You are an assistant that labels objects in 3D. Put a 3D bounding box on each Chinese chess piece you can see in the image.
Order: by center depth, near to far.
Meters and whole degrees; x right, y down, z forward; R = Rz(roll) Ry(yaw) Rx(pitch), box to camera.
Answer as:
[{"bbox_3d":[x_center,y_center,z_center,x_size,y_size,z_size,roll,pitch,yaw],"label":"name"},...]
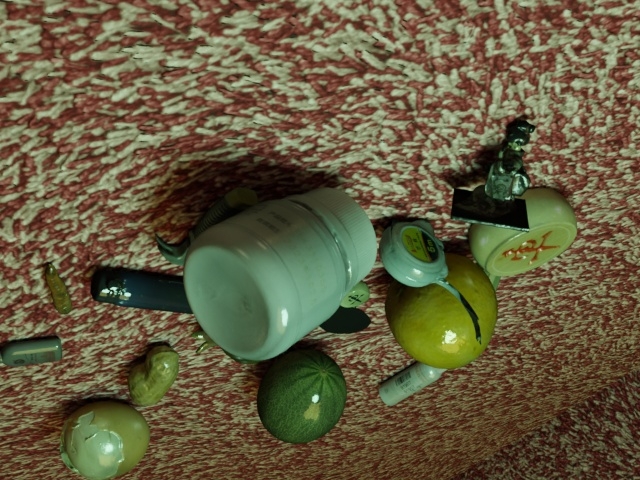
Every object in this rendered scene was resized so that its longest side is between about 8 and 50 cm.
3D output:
[{"bbox_3d":[0.470,-0.014,1.705,0.250,0.097,0.251,-14,149,-8],"label":"Chinese chess piece"},{"bbox_3d":[0.079,0.132,1.795,0.084,0.034,0.084,-13,147,-8],"label":"Chinese chess piece"}]

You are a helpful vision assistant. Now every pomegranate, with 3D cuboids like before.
[{"bbox_3d":[-0.198,0.222,1.723,0.191,0.131,0.152,-2,159,17],"label":"pomegranate"}]

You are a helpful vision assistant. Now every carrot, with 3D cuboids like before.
[{"bbox_3d":[-0.514,0.097,1.438,0.035,0.036,0.165,-9,146,-14],"label":"carrot"}]

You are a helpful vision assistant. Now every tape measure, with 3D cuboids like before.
[{"bbox_3d":[0.221,0.095,1.524,0.163,0.331,0.084,2,141,-26],"label":"tape measure"}]

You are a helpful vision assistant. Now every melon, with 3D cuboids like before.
[{"bbox_3d":[-0.049,0.422,1.992,0.237,0.238,0.302,-2,145,-25],"label":"melon"}]

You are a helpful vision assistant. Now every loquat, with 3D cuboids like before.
[{"bbox_3d":[0.280,0.155,1.725,0.274,0.275,0.275,-13,149,-8],"label":"loquat"}]

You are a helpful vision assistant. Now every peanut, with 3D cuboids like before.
[{"bbox_3d":[-0.412,0.334,1.803,0.108,0.095,0.226,9,139,-33],"label":"peanut"}]

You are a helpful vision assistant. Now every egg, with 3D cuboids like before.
[{"bbox_3d":[-0.558,0.522,1.931,0.201,0.201,0.244,-34,159,25],"label":"egg"}]

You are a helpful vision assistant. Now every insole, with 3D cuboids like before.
[{"bbox_3d":[0.016,0.194,1.888,0.119,0.009,0.348,-38,144,27],"label":"insole"}]

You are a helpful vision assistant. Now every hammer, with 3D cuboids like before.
[{"bbox_3d":[-0.209,-0.023,1.399,0.158,0.041,0.226,12,139,-42],"label":"hammer"}]

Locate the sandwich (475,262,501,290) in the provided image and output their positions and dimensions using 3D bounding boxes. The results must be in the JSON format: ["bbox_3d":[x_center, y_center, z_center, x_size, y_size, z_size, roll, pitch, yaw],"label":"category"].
[{"bbox_3d":[0.425,0.126,1.886,0.079,0.114,0.163,9,139,-37],"label":"sandwich"}]

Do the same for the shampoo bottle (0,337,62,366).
[{"bbox_3d":[-0.650,0.247,1.597,0.165,0.040,0.080,-5,148,-22],"label":"shampoo bottle"}]

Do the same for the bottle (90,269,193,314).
[{"bbox_3d":[-0.346,0.106,1.496,0.244,0.072,0.082,11,168,-38],"label":"bottle"}]

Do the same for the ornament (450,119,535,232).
[{"bbox_3d":[0.353,-0.146,1.441,0.153,0.166,0.196,12,117,6],"label":"ornament"}]

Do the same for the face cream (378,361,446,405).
[{"bbox_3d":[0.307,0.440,2.355,0.082,0.082,0.269,17,134,-44],"label":"face cream"}]

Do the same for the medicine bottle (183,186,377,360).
[{"bbox_3d":[-0.063,0.045,1.308,0.306,0.245,0.245,-31,164,-44],"label":"medicine bottle"}]
